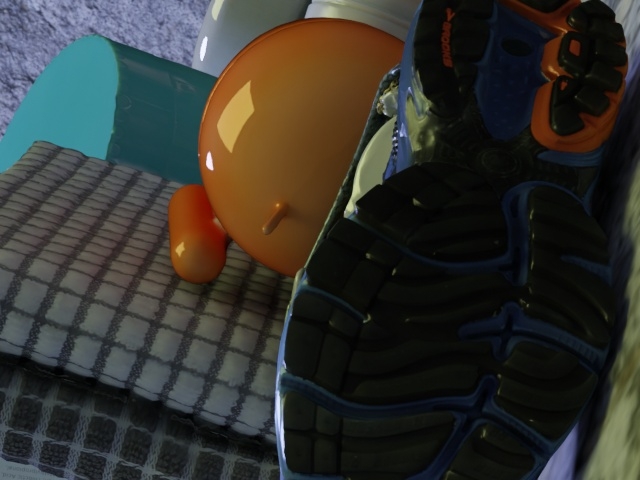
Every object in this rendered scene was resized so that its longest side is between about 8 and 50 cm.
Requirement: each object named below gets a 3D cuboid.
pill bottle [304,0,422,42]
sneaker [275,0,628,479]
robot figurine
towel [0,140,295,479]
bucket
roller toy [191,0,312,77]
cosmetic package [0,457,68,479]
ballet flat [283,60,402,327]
[{"bbox_3d":[0.058,-0.188,1.006,0.108,0.108,0.193,164,128,-85],"label":"pill bottle"},{"bbox_3d":[0.043,0.014,0.503,0.087,0.083,0.221,98,-167,-44],"label":"sneaker"},{"bbox_3d":[0.002,-0.046,0.865,0.219,0.158,0.128,-104,14,-82],"label":"robot figurine"},{"bbox_3d":[-0.099,0.050,0.954,0.283,0.235,0.121,-85,12,-76],"label":"towel"},{"bbox_3d":[-0.125,-0.002,1.246,0.281,0.183,0.281,-41,37,42],"label":"bucket"},{"bbox_3d":[-0.002,-0.167,1.399,0.191,0.146,0.209,-56,-8,-50],"label":"roller toy"},{"bbox_3d":[-0.189,0.221,1.395,0.151,0.151,0.183,10,-92,-87],"label":"cosmetic package"},{"bbox_3d":[0.020,0.003,0.738,0.070,0.070,0.188,-87,18,-77],"label":"ballet flat"}]
